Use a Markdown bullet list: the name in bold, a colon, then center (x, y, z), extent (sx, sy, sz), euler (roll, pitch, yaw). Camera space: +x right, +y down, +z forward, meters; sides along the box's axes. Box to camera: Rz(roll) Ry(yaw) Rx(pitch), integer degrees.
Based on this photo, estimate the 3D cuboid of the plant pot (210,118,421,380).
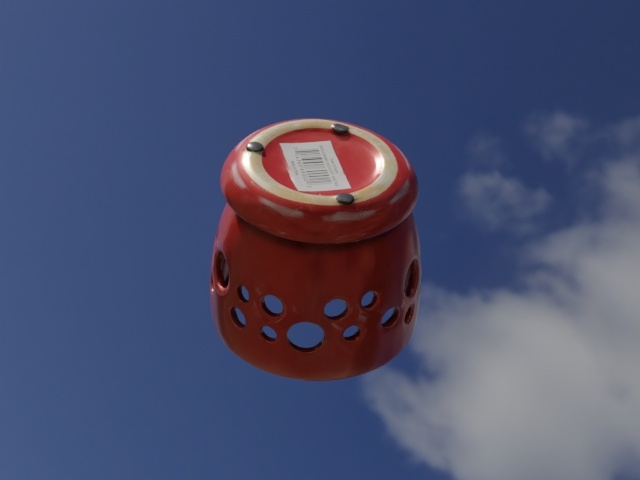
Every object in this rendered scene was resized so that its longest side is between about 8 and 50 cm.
- **plant pot**: center (0.000, 0.000, 1.159), extent (0.191, 0.191, 0.174), euler (28, -48, 26)
